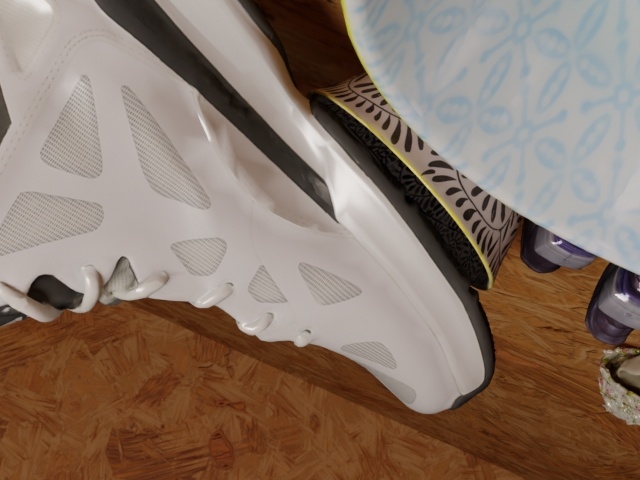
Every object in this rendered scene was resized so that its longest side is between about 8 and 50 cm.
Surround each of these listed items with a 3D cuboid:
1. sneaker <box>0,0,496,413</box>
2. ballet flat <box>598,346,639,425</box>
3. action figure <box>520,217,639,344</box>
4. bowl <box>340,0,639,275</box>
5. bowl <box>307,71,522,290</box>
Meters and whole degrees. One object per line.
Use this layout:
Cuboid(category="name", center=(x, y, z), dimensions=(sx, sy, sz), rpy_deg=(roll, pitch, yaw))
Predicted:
Cuboid(category="sneaker", center=(-0.096, 0.002, 0.649), dimensions=(0.447, 0.257, 0.169), rpy_deg=(50, 175, -25))
Cuboid(category="ballet flat", center=(0.360, 0.147, 1.006), dimensions=(0.241, 0.091, 0.077), rpy_deg=(1, 131, 50))
Cuboid(category="action figure", center=(0.201, -0.027, 0.607), dimensions=(0.185, 0.099, 0.285), rpy_deg=(32, 162, -1))
Cuboid(category="bowl", center=(0.166, -0.087, 0.306), dimensions=(0.289, 0.156, 0.289), rpy_deg=(23, 166, 6))
Cuboid(category="bowl", center=(0.076, -0.056, 0.678), dimensions=(0.170, 0.080, 0.170), rpy_deg=(47, 174, 7))
